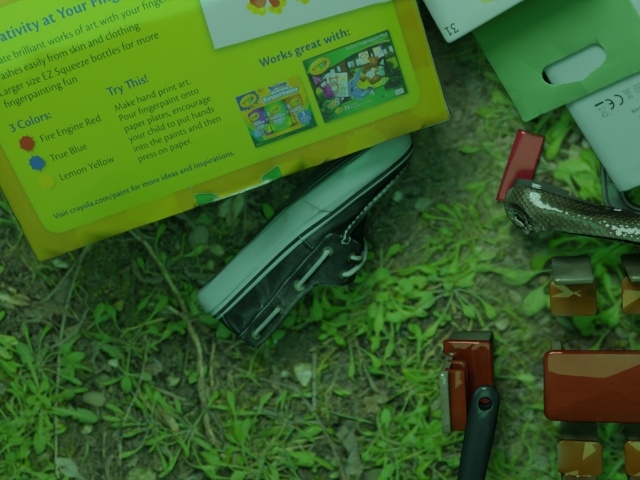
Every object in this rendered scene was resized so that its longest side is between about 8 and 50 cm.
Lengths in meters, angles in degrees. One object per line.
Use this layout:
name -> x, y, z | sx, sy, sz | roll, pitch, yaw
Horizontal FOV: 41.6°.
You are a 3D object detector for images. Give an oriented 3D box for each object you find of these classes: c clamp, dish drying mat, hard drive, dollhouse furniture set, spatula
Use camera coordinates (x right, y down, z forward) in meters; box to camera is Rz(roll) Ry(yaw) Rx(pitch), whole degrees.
c clamp -> 0.368, -0.096, 0.904 | 0.137, 0.022, 0.160 | 1, 103, 15
dish drying mat -> 0.225, -0.081, 0.950 | 0.032, 0.008, 0.083 | 17, 106, 9
hard drive -> 0.298, -0.212, 0.811 | 0.203, 0.040, 0.307 | -26, 100, 49
dollhouse furniture set -> 0.267, 0.159, 0.923 | 0.259, 0.135, 0.262 | -2, 101, 14
spatula -> 0.157, 0.285, 0.908 | 0.084, 0.030, 0.296 | 10, 114, 8

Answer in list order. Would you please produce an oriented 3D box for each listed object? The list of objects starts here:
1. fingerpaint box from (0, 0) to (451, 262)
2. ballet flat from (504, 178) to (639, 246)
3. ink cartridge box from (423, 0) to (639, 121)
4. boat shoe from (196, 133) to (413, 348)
fingerpaint box -> -0.143, -0.234, 0.845 | 0.445, 0.163, 0.371 | -20, 112, 4
ballet flat -> 0.314, -0.005, 0.890 | 0.250, 0.084, 0.058 | 19, 87, 17
ink cartridge box -> 0.195, -0.235, 0.817 | 0.171, 0.056, 0.235 | -22, 102, 48
boat shoe -> 0.000, 0.000, 0.979 | 0.119, 0.121, 0.335 | 44, 118, -8
